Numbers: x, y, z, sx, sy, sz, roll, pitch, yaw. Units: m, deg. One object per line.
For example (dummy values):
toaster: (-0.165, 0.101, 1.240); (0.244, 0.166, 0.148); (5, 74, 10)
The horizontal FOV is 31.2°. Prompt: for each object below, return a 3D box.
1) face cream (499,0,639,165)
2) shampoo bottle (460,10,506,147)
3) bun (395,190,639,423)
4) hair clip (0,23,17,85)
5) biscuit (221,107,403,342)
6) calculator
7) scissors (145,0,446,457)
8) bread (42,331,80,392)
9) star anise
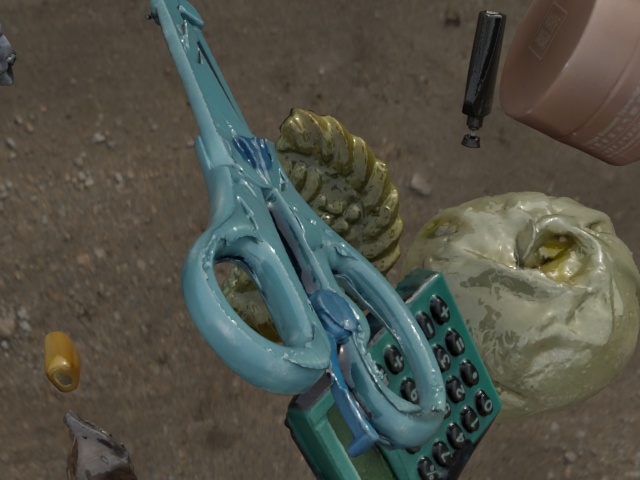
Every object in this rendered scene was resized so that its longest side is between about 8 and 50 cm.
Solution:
face cream: (0.225, -0.146, 0.917); (0.104, 0.149, 0.149); (23, 65, -14)
shampoo bottle: (0.162, -0.160, 1.152); (0.027, 0.137, 0.048); (19, 23, 27)
bun: (0.279, 0.075, 1.628); (0.365, 0.219, 0.365); (-3, 56, 5)
hair clip: (-0.417, -0.262, 1.357); (0.124, 0.195, 0.052); (4, 51, 32)
biscuit: (0.000, 0.000, 1.295); (0.187, 0.036, 0.273); (16, 102, -10)
calculator: (0.098, 0.196, 1.315); (0.058, 0.248, 0.274); (11, 46, 48)
scissors: (-0.038, -0.036, 0.700); (0.032, 0.180, 0.393); (-45, 47, 23)
bread: (-0.400, 0.189, 1.783); (0.049, 0.062, 0.103); (-33, 29, 2)
star anise: (-0.154, 0.217, 0.892); (0.063, 0.172, 0.208); (-18, 45, -15)
